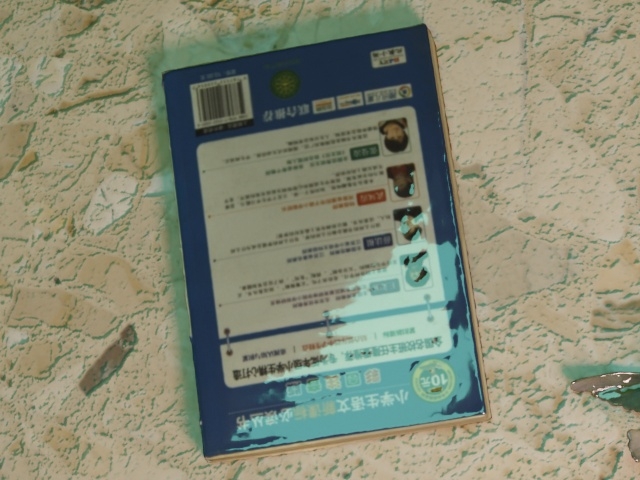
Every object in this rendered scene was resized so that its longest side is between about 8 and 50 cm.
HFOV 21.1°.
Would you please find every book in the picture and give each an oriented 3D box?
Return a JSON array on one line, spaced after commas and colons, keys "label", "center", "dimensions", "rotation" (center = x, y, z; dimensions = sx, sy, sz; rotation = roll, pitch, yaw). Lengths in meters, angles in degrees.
[{"label": "book", "center": [0.000, 0.000, 1.787], "dimensions": [0.300, 0.039, 0.427], "rotation": [-9, 75, 8]}]

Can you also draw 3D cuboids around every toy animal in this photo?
[{"label": "toy animal", "center": [0.367, 0.172, 1.653], "dimensions": [0.155, 0.095, 0.219], "rotation": [-40, 74, 4]}]
